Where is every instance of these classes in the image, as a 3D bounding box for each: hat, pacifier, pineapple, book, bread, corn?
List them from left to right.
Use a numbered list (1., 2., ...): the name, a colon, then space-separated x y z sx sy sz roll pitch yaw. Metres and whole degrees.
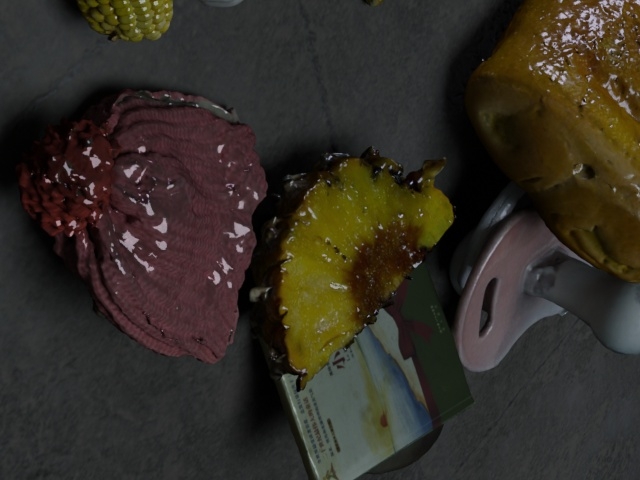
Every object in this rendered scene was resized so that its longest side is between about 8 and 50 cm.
1. corn: -0.160 -0.257 1.100 0.081 0.081 0.248 -41 140 -33
2. hat: -0.153 -0.028 1.245 0.286 0.107 0.237 22 65 -58
3. pineapple: -0.004 0.002 1.481 0.161 0.158 0.334 52 56 -12
4. book: 0.055 0.138 1.636 0.289 0.026 0.201 -25 98 -47
5. pacifier: 0.283 0.039 1.814 0.332 0.273 0.220 -33 177 -37
6. bread: 0.350 -0.158 1.688 0.328 0.148 0.337 49 59 -8

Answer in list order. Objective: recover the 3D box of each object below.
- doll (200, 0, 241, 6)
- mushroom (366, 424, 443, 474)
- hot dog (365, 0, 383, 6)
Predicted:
1. doll: -0.060 -0.314 1.152 0.252 0.111 0.237 -72 166 -46
2. mushroom: 0.083 0.204 1.745 0.188 0.117 0.141 -37 150 -43
3. hot dog: 0.059 -0.266 1.450 0.030 0.034 0.090 -44 141 -31
